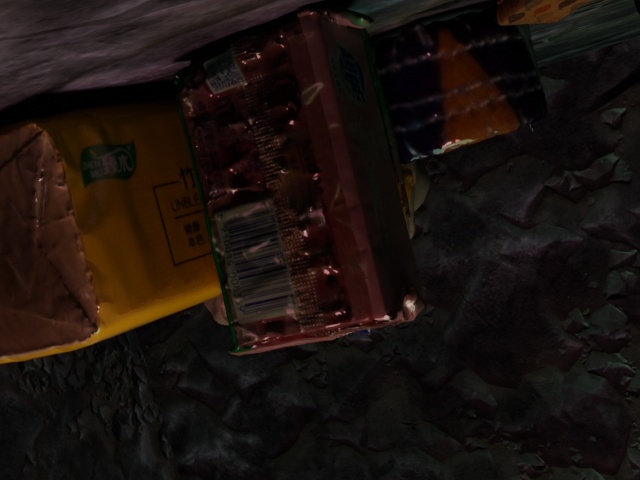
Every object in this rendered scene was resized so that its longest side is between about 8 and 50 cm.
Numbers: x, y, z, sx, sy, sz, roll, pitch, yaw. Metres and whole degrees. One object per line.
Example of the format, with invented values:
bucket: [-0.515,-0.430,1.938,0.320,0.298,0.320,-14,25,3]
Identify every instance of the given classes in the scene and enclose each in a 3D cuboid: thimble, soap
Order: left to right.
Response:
soap: [-0.024,-0.043,0.826,0.218,0.273,0.098,-14,178,26]
thimble: [0.138,-0.175,1.130,0.237,0.150,0.237,-16,-174,2]

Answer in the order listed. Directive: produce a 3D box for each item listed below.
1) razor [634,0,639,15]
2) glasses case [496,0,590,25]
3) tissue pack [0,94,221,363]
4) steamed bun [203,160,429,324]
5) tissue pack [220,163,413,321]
razor: [0.410,-0.259,0.915,0.189,0.107,0.327,-16,-176,8]
glasses case: [0.219,-0.241,0.927,0.064,0.041,0.170,-5,-176,-2]
tissue pack: [-0.218,-0.025,1.036,0.293,0.228,0.382,-11,-174,35]
steamed bun: [-0.048,-0.075,1.341,0.367,0.255,0.342,-27,-160,8]
tissue pack: [0.000,0.000,1.003,0.092,0.183,0.226,11,-175,30]
